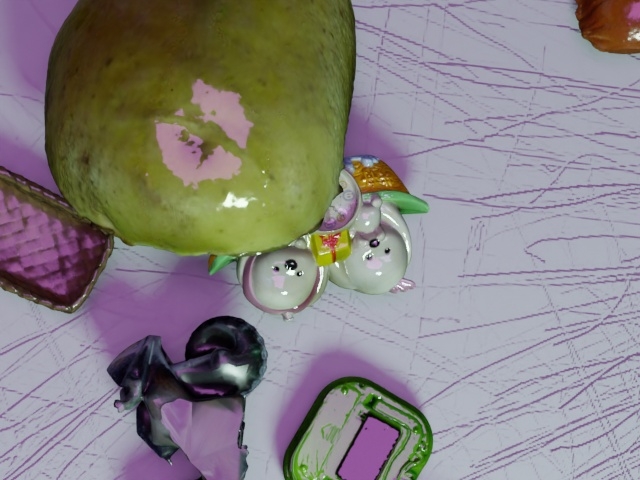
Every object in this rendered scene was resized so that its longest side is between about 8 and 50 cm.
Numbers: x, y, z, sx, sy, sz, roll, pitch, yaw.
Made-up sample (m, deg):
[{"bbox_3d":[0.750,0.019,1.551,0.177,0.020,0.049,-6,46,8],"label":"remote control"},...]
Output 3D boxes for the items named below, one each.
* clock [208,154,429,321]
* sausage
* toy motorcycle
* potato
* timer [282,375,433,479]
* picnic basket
[{"bbox_3d":[0.000,0.000,1.782,0.231,0.103,0.144,-14,76,-6],"label":"clock"},{"bbox_3d":[0.437,-0.247,1.841,0.348,0.094,0.097,-3,79,-3],"label":"sausage"},{"bbox_3d":[-0.140,0.202,1.749,0.159,0.106,0.270,9,90,0],"label":"toy motorcycle"},{"bbox_3d":[-0.108,-0.146,1.687,0.330,0.213,0.280,-11,48,-4],"label":"potato"},{"bbox_3d":[0.038,0.212,1.785,0.128,0.047,0.140,31,82,0],"label":"timer"},{"bbox_3d":[-0.305,-0.005,1.788,0.193,0.055,0.110,28,83,0],"label":"picnic basket"}]
